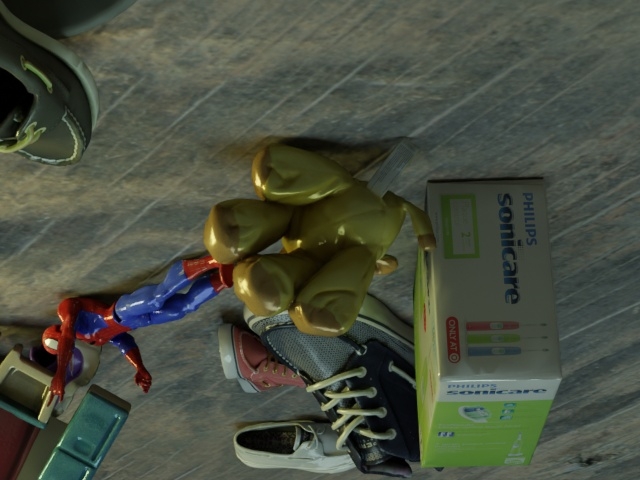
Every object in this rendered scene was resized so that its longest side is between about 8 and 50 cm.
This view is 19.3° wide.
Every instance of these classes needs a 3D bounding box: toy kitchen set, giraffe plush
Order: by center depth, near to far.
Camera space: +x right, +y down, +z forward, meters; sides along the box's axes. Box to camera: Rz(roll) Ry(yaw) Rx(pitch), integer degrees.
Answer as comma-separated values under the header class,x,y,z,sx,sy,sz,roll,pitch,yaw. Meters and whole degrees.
class,x,y,z,sx,sy,sz,roll,pitch,yaw
giraffe plush,0.000,0.000,1.762,0.210,0.181,0.170,-34,172,-13
toy kitchen set,-0.328,0.199,2.036,0.207,0.122,0.166,29,-172,-6

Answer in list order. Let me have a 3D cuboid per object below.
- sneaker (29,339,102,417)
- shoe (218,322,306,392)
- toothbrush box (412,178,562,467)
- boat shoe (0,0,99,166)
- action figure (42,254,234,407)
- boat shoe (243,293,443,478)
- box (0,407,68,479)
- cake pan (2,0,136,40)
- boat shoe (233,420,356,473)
class,x,y,z,sx,sy,sz,roll,pitch,yaw
sneaker,-0.310,0.148,2.172,0.071,0.068,0.170,23,140,-17
shoe,-0.062,0.131,2.140,0.081,0.063,0.178,-7,161,8
toothbrush box,0.161,0.090,1.882,0.122,0.206,0.283,-1,157,-2
boat shoe,-0.247,-0.117,1.373,0.109,0.091,0.305,-8,156,14
action figure,-0.189,0.105,1.980,0.280,0.139,0.091,-16,152,33
boat shoe,0.040,0.162,2.093,0.127,0.158,0.340,-19,152,33
box,-0.430,0.236,2.173,0.232,0.127,0.148,30,146,-20
cake pan,-0.256,-0.225,1.308,0.293,0.054,0.293,-2,156,-1
boat shoe,-0.023,0.261,2.447,0.184,0.066,0.063,3,159,11
